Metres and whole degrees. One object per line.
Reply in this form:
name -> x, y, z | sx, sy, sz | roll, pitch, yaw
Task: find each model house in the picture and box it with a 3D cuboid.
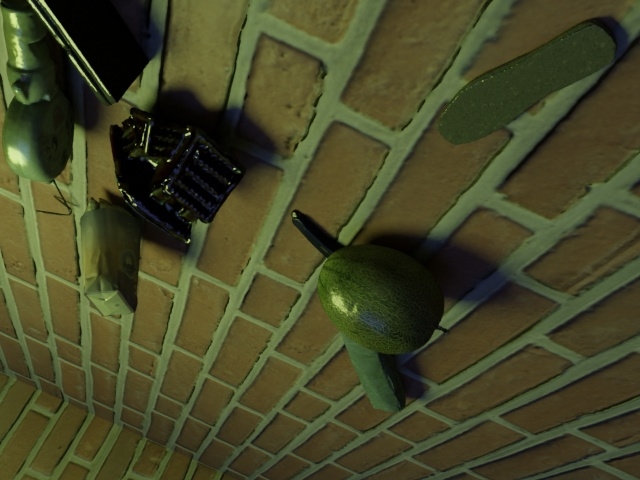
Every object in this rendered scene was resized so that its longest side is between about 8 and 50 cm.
model house -> -0.182, -0.097, 0.769 | 0.165, 0.106, 0.152 | 37, 145, -27

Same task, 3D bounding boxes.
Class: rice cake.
rice cake -> 0.094, 0.212, 1.060 | 0.066, 0.063, 0.336 | 3, 140, 21

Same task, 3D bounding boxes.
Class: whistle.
whistle -> -0.362, -0.176, 0.768 | 0.067, 0.126, 0.258 | 11, 132, -5

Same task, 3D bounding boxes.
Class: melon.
melon -> 0.087, 0.081, 0.822 | 0.192, 0.139, 0.139 | 27, 146, 1

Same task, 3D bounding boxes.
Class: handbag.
handbag -> -0.335, 0.024, 0.983 | 0.095, 0.173, 0.117 | -7, 156, -8

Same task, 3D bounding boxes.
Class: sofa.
sofa -> -0.264, -0.226, 0.663 | 0.060, 0.085, 0.147 | -2, 139, 27

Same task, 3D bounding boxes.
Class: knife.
knife -> 0.000, 0.000, 0.871 | 0.121, 0.018, 0.031 | 42, 148, -24

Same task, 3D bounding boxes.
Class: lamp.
lamp -> -0.436, -0.088, 0.994 | 0.054, 0.041, 0.121 | 16, 142, -5

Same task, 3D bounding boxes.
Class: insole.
insole -> 0.184, -0.144, 0.578 | 0.063, 0.010, 0.192 | 38, 142, -21
